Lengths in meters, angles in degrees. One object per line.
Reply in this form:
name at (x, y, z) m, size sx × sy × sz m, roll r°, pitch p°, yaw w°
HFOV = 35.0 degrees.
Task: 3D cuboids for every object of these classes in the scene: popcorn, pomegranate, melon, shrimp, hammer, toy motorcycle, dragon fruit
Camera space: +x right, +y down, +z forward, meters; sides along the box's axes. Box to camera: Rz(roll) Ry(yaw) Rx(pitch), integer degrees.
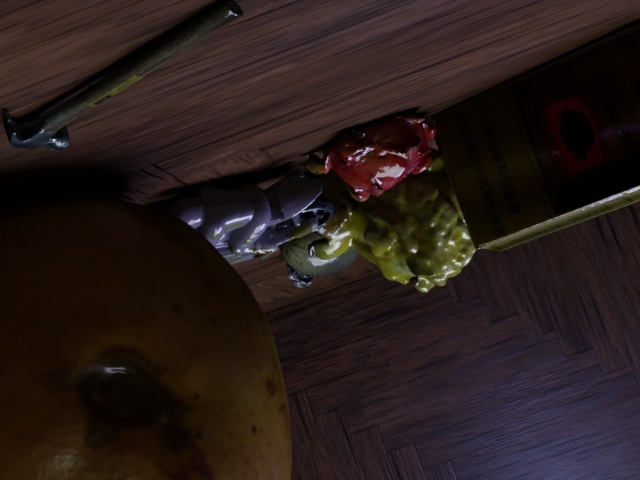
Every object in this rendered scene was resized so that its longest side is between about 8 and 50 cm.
popcorn at (0.083, -0.023, 1.164) m, size 0.195 × 0.168 × 0.173 m, roll -11°, pitch -146°, yaw 24°
pomegranate at (-0.219, 0.164, 0.861) m, size 0.417 × 0.416 × 0.416 m, roll -19°, pitch 173°, yaw -2°
melon at (0.000, 0.000, 1.370) m, size 0.098 × 0.098 × 0.131 m, roll -24°, pitch 169°, yaw 34°
shrimp at (-0.033, 0.047, 1.781) m, size 0.057 × 0.065 × 0.165 m, roll 4°, pitch 173°, yaw 2°
hammer at (-0.122, -0.097, 0.608) m, size 0.182 × 0.017 × 0.062 m, roll -25°, pitch 172°, yaw 29°
toy motorcycle at (-0.100, -0.016, 1.048) m, size 0.225 × 0.073 × 0.152 m, roll -18°, pitch 160°, yaw 4°
dragon fruit at (0.064, -0.082, 1.035) m, size 0.126 × 0.068 × 0.112 m, roll -17°, pitch 172°, yaw -32°

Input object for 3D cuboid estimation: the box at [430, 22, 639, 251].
box at (0.248, -0.098, 1.034) m, size 0.240 × 0.159 × 0.071 m, roll -22°, pitch 171°, yaw 28°
